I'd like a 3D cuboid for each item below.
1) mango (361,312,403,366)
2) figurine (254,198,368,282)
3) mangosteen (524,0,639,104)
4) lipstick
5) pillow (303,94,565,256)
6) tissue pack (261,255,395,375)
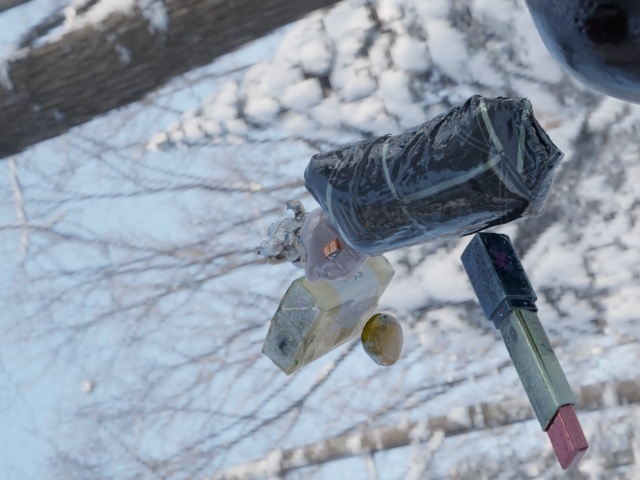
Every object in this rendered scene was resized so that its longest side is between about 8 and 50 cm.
[{"bbox_3d":[0.107,0.170,2.273,0.079,0.057,0.114,-44,-43,-24],"label":"mango"},{"bbox_3d":[0.000,0.000,1.907,0.112,0.229,0.137,47,-121,-31],"label":"figurine"},{"bbox_3d":[0.423,-0.356,1.555,0.435,0.382,0.382,79,-175,-67],"label":"mangosteen"},{"bbox_3d":[0.240,0.122,1.536,0.051,0.051,0.312,6,-135,-29],"label":"lipstick"},{"bbox_3d":[0.126,-0.068,1.489,0.161,0.335,0.093,48,-131,-28],"label":"pillow"},{"bbox_3d":[0.015,0.118,2.303,0.090,0.186,0.222,42,-144,21],"label":"tissue pack"}]
